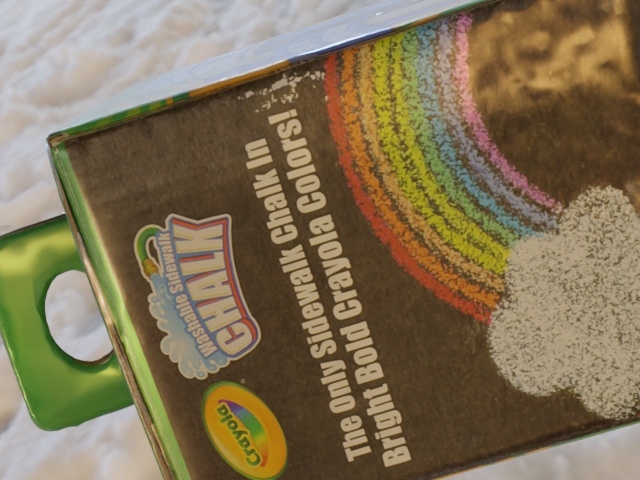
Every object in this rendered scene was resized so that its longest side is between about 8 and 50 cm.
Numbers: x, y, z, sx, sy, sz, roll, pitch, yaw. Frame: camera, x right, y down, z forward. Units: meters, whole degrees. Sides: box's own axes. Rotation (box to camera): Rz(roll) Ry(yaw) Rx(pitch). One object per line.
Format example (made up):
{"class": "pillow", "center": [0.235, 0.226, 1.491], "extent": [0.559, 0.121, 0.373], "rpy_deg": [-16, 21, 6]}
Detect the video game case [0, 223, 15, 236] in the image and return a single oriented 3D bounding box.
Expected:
{"class": "video game case", "center": [-0.328, 0.039, 0.827], "extent": [0.190, 0.022, 0.173], "rpy_deg": [-27, -11, 32]}

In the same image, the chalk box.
{"class": "chalk box", "center": [0.000, 0.000, 0.539], "extent": [0.289, 0.180, 0.179], "rpy_deg": [-16, 12, 6]}
